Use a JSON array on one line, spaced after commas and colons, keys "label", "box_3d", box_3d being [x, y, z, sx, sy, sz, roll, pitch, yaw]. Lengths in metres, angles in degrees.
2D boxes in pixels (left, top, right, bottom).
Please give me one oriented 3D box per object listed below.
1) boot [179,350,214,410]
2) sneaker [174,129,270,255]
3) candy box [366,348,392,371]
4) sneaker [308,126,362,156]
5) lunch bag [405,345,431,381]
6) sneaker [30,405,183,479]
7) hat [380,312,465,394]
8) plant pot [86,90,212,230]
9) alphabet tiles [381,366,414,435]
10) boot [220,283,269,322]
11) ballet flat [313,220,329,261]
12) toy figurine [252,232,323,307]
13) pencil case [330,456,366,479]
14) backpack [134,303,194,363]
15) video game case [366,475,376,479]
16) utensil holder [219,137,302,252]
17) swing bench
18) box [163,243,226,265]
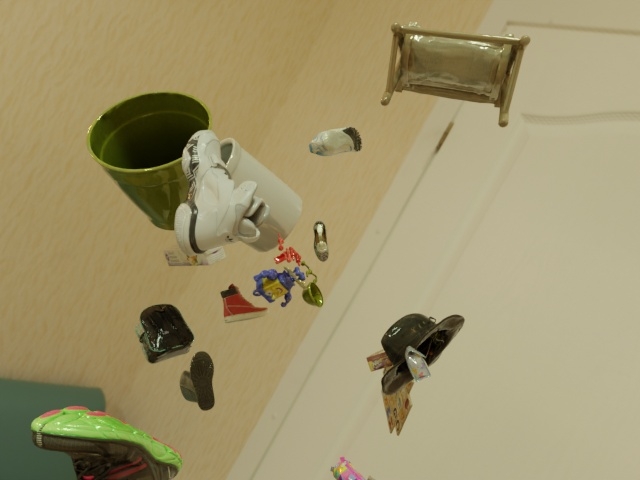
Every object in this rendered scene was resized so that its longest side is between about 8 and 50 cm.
[{"label": "boot", "box_3d": [-0.388, 0.427, 1.533, 0.076, 0.189, 0.209, -1, -2, -24]}, {"label": "sneaker", "box_3d": [-0.240, -0.135, 1.259, 0.211, 0.365, 0.137, -5, -29, 9]}, {"label": "candy box", "box_3d": [0.240, 0.381, 1.639, 0.187, 0.109, 0.053, 3, 66, -61]}, {"label": "sneaker", "box_3d": [0.053, -0.311, 1.557, 0.086, 0.085, 0.237, -6, 7, 38]}, {"label": "lunch bag", "box_3d": [0.250, 0.316, 1.280, 0.071, 0.053, 0.083, 49, 15, -81]}, {"label": "sneaker", "box_3d": [-0.528, 0.568, 1.241, 0.186, 0.202, 0.482, 5, -34, 32]}, {"label": "hat", "box_3d": [0.276, 0.307, 1.496, 0.134, 0.331, 0.331, 46, 12, 30]}, {"label": "plant pot", "box_3d": [-0.498, -0.225, 1.590, 0.367, 0.366, 0.352, 30, -31, 24]}, {"label": "alphabet tiles", "box_3d": [0.307, 0.596, 1.999, 0.011, 0.284, 0.342, 11, 28, -9]}, {"label": "boot", "box_3d": [-0.349, 0.282, 2.283, 0.089, 0.176, 0.244, -24, -18, 40]}, {"label": "ballet flat", "box_3d": [0.000, 0.000, 1.333, 0.041, 0.114, 0.041, -6, -11, -1]}, {"label": "toy figurine", "box_3d": [-0.160, 0.164, 1.936, 0.362, 0.217, 0.191, 52, 14, -48]}, {"label": "pencil case", "box_3d": [0.138, 1.018, 2.068, 0.105, 0.104, 0.236, 26, -3, -29]}, {"label": "backpack", "box_3d": [-0.546, 0.319, 1.696, 0.166, 0.144, 0.188, -13, 61, -40]}, {"label": "video game case", "box_3d": [0.165, 0.919, 1.722, 0.019, 0.157, 0.143, 35, -16, -8]}, {"label": "utensil holder", "box_3d": [-0.311, -0.172, 2.011, 0.386, 0.327, 0.328, 37, -1, -31]}, {"label": "swing bench", "box_3d": [0.278, -0.361, 1.035, 0.254, 0.165, 0.254, 12, 26, 11]}, {"label": "box", "box_3d": [-0.410, 0.042, 1.577, 0.067, 0.063, 0.324, -26, 13, -35]}]
